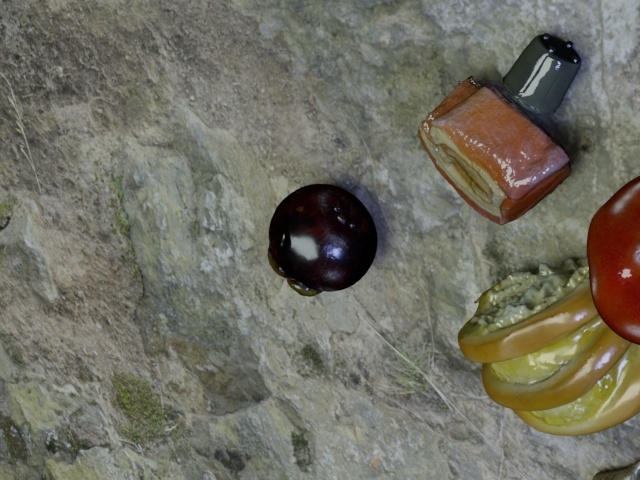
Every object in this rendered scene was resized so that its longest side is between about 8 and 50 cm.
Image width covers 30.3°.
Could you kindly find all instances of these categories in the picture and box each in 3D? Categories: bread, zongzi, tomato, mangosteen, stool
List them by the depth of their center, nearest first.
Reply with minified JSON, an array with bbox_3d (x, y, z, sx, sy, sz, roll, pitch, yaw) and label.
[{"bbox_3d":[0.519,0.037,1.648,0.298,0.298,0.226,28,161,27],"label":"tomato"},{"bbox_3d":[0.336,-0.252,1.787,0.096,0.096,0.110,42,123,17],"label":"stool"},{"bbox_3d":[0.261,-0.141,1.845,0.244,0.123,0.190,47,166,21],"label":"bread"},{"bbox_3d":[0.371,0.173,1.853,0.316,0.211,0.270,-20,96,44],"label":"bread"},{"bbox_3d":[0.492,0.385,1.959,0.076,0.040,0.083,23,109,37],"label":"zongzi"},{"bbox_3d":[0.000,0.000,2.087,0.210,0.210,0.210,15,116,33],"label":"mangosteen"}]
